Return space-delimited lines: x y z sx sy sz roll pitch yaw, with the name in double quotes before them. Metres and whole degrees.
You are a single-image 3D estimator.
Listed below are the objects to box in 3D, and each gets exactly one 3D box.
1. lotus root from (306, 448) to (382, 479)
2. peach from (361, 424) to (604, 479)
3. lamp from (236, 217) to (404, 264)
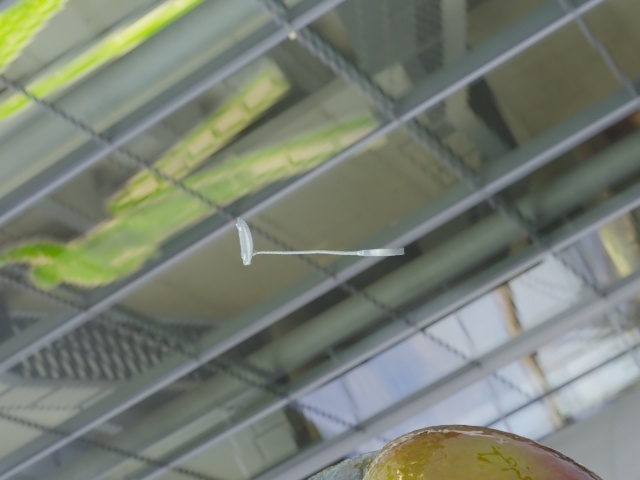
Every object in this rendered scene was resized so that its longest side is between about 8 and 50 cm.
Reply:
"lotus root" 0.035 0.334 1.669 0.175 0.349 0.175 23 -126 -36
"peach" 0.189 0.326 1.341 0.380 0.242 0.306 31 -170 7
"lamp" 0.000 0.000 1.744 0.050 0.198 0.056 168 102 -86
